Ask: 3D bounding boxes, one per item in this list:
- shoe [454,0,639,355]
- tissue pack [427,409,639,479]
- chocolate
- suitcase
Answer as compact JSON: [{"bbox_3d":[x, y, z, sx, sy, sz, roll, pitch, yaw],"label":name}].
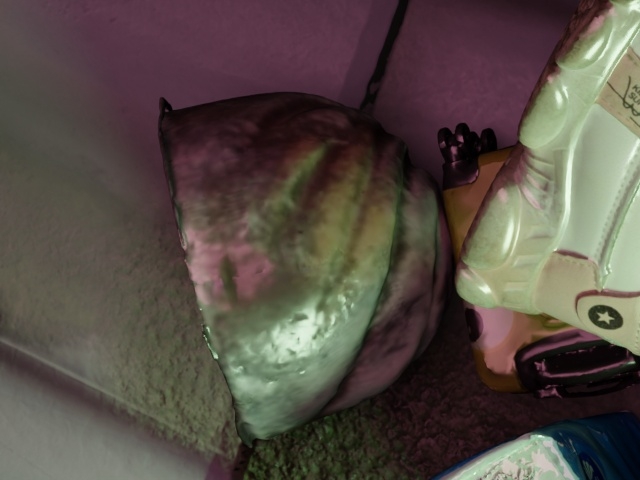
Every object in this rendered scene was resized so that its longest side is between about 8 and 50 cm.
[{"bbox_3d":[0.241,-0.067,1.243,0.198,0.172,0.351,27,133,5],"label":"shoe"},{"bbox_3d":[0.163,0.232,1.397,0.198,0.263,0.146,-33,78,20],"label":"tissue pack"},{"bbox_3d":[0.000,0.000,1.480,0.213,0.303,0.303,-14,84,2],"label":"chocolate"},{"bbox_3d":[0.211,0.007,1.442,0.194,0.143,0.234,-12,85,22],"label":"suitcase"}]
